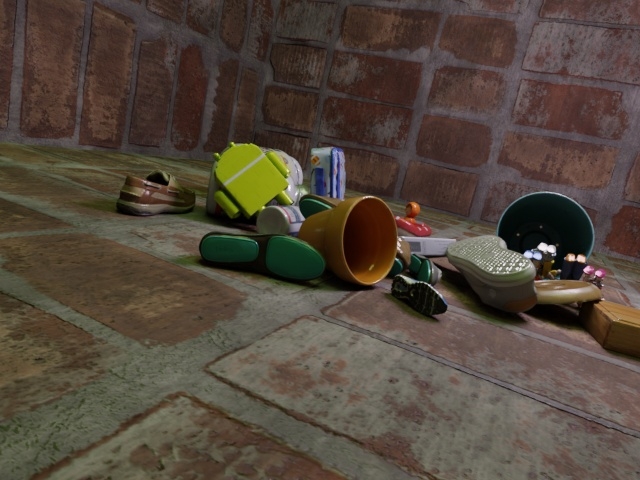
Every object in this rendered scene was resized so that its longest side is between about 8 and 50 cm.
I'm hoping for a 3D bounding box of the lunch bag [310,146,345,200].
[{"bbox_3d":[0.024,-0.171,1.660,0.114,0.304,0.243,0,9,9],"label":"lunch bag"}]

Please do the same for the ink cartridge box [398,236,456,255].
[{"bbox_3d":[0.257,0.031,1.512,0.274,0.060,0.238,2,-8,-41],"label":"ink cartridge box"}]

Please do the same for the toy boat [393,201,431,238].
[{"bbox_3d":[0.352,-0.078,1.891,0.150,0.151,0.231,19,13,33],"label":"toy boat"}]

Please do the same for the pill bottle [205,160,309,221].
[{"bbox_3d":[-0.209,-0.152,1.580,0.322,0.182,0.181,9,12,-13],"label":"pill bottle"}]

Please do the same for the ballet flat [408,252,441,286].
[{"bbox_3d":[0.286,0.082,1.261,0.068,0.072,0.213,17,11,-7],"label":"ballet flat"}]

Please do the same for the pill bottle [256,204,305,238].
[{"bbox_3d":[-0.095,-0.049,1.394,0.107,0.108,0.180,18,12,26],"label":"pill bottle"}]

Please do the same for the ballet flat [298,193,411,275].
[{"bbox_3d":[0.104,-0.038,1.298,0.342,0.116,0.124,32,48,6],"label":"ballet flat"}]

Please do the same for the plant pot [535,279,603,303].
[{"bbox_3d":[0.610,0.132,1.255,0.236,0.033,0.236,-5,2,0],"label":"plant pot"}]

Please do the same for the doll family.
[{"bbox_3d":[0.703,0.103,1.404,0.262,0.163,0.118,18,45,23],"label":"doll family"}]

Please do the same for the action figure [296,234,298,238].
[{"bbox_3d":[0.000,0.000,1.389,0.137,0.064,0.232,12,8,16],"label":"action figure"}]

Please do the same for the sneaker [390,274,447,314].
[{"bbox_3d":[0.229,0.117,1.051,0.073,0.064,0.162,10,12,-29],"label":"sneaker"}]

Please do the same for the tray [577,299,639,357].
[{"bbox_3d":[0.842,0.237,1.089,0.410,0.076,0.203,15,12,11],"label":"tray"}]

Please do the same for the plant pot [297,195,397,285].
[{"bbox_3d":[0.052,-0.001,1.152,0.205,0.206,0.187,1,1,-45],"label":"plant pot"}]

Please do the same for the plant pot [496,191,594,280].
[{"bbox_3d":[0.759,0.001,1.647,0.292,0.293,0.235,16,-2,20],"label":"plant pot"}]

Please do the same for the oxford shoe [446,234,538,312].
[{"bbox_3d":[0.455,0.080,1.293,0.168,0.130,0.449,-19,12,4],"label":"oxford shoe"}]

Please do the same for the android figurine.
[{"bbox_3d":[-0.213,-0.181,1.459,0.273,0.248,0.056,47,-20,-1],"label":"android figurine"}]

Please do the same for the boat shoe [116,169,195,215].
[{"bbox_3d":[-0.478,-0.150,1.442,0.122,0.120,0.324,15,12,12],"label":"boat shoe"}]

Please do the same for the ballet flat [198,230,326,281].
[{"bbox_3d":[-0.124,0.026,1.053,0.280,0.096,0.096,12,-1,-2],"label":"ballet flat"}]

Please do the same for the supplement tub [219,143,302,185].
[{"bbox_3d":[-0.243,-0.261,1.936,0.235,0.236,0.324,19,13,29],"label":"supplement tub"}]
